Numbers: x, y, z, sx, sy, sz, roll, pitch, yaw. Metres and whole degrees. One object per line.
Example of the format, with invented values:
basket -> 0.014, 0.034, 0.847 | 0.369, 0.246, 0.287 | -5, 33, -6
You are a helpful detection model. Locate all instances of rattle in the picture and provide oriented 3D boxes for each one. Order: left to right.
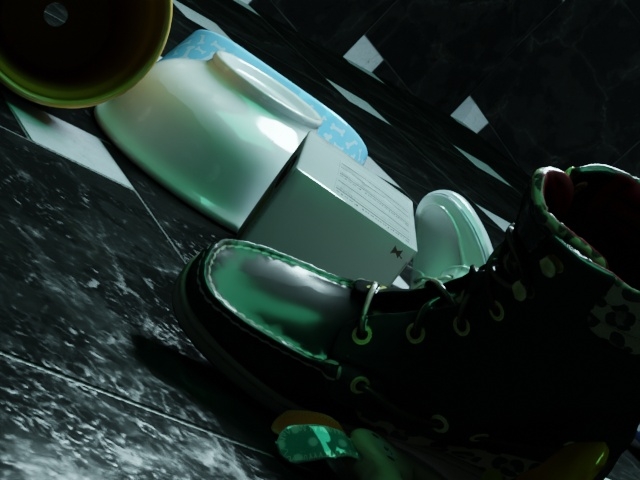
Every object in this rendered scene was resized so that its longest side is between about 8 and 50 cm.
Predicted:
rattle -> 0.080, 0.149, 1.144 | 0.200, 0.143, 0.130 | 43, 27, 11

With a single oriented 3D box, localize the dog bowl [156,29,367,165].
dog bowl -> -0.070, -0.155, 1.967 | 0.297, 0.074, 0.166 | 35, -14, 3

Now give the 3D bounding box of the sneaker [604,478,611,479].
sneaker -> 0.233, 0.241, 1.369 | 0.237, 0.085, 0.086 | 33, 36, -20

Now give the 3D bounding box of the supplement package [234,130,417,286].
supplement package -> 0.000, 0.000, 1.510 | 0.134, 0.139, 0.244 | 35, 10, -5

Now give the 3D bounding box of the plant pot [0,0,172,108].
plant pot -> -0.269, -0.238, 1.643 | 0.205, 0.205, 0.188 | 32, -5, -14

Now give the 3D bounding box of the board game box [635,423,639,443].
board game box -> 0.471, 0.281, 1.909 | 0.194, 0.060, 0.194 | 27, 13, -39

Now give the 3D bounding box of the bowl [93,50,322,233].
bowl -> -0.092, -0.117, 1.754 | 0.298, 0.134, 0.298 | 33, 12, -8

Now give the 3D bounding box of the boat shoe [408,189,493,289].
boat shoe -> 0.125, 0.059, 1.529 | 0.076, 0.083, 0.226 | 4, 71, -54

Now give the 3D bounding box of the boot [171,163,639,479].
boot -> 0.104, 0.048, 1.173 | 0.377, 0.284, 0.138 | 30, 44, -6
